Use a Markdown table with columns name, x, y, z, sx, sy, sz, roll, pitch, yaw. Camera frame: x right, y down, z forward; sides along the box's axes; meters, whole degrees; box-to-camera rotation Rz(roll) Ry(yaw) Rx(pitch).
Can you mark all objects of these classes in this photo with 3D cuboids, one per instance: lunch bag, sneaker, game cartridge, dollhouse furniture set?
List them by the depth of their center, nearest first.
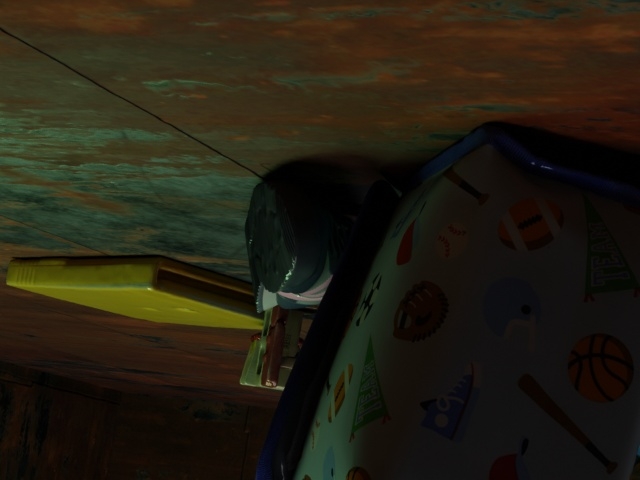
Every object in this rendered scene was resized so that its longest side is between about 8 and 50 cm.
| name | x | y | z | sx | sy | sz | roll | pitch | yaw |
| --- | --- | --- | --- | --- | --- | --- | --- | --- | --- |
| lunch bag | 0.105 | 0.113 | 1.274 | 0.239 | 0.327 | 0.385 | 23 | 168 | -9 |
| sneaker | 0.000 | 0.000 | 1.470 | 0.131 | 0.112 | 0.319 | -7 | 174 | -7 |
| dollhouse furniture set | 0.020 | 0.127 | 1.957 | 0.201 | 0.152 | 0.374 | 10 | 174 | -7 |
| game cartridge | -0.236 | 0.073 | 2.146 | 0.324 | 0.052 | 0.285 | 2 | 168 | 43 |

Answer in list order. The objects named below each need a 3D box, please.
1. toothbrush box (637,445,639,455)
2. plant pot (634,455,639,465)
| name | x | y | z | sx | sy | sz | roll | pitch | yaw |
| --- | --- | --- | --- | --- | --- | --- | --- | --- | --- |
| toothbrush box | 0.391 | 0.122 | 1.257 | 0.216 | 0.126 | 0.296 | 30 | 154 | -31 |
| plant pot | 0.220 | 0.124 | 1.564 | 0.247 | 0.247 | 0.252 | 16 | 150 | -36 |
